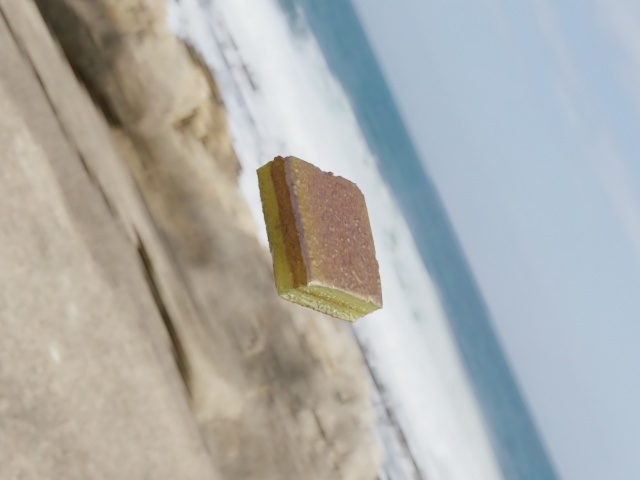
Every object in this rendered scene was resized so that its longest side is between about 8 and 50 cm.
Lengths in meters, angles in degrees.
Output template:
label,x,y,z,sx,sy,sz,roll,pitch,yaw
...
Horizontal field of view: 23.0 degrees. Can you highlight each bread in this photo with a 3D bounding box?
label,x,y,z,sx,sy,sz,roll,pitch,yaw
bread,0.000,0.000,1.028,0.090,0.035,0.094,22,50,-50
